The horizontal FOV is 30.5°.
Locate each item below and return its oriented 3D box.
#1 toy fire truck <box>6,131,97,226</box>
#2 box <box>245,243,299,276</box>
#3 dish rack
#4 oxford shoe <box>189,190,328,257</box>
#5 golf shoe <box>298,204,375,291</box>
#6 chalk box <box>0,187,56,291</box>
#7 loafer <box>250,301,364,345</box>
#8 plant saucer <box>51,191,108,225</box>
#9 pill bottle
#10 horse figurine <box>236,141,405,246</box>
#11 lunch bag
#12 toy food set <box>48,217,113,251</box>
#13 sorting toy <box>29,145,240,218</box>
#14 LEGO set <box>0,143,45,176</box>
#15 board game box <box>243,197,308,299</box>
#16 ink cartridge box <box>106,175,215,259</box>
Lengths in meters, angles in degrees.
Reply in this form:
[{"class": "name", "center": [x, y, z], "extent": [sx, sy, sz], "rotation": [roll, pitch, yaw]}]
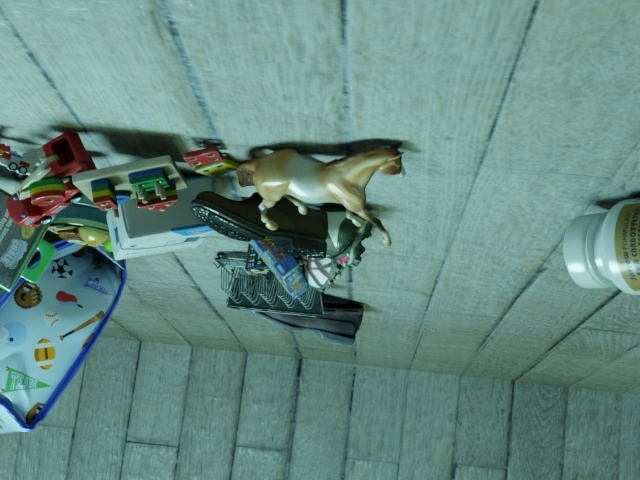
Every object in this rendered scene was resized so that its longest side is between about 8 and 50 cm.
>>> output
[{"class": "toy fire truck", "center": [-0.377, -0.079, 1.634], "extent": [0.192, 0.047, 0.135], "rotation": [-31, 169, 21]}, {"class": "box", "center": [-0.086, 0.032, 2.118], "extent": [0.062, 0.052, 0.083], "rotation": [17, 163, -36]}, {"class": "dish rack", "center": [-0.103, 0.088, 2.328], "extent": [0.208, 0.074, 0.271], "rotation": [4, 167, 8]}, {"class": "oxford shoe", "center": [-0.086, -0.043, 1.684], "extent": [0.227, 0.096, 0.082], "rotation": [16, 170, -37]}, {"class": "golf shoe", "center": [0.000, 0.000, 1.879], "extent": [0.120, 0.105, 0.273], "rotation": [24, 159, -6]}, {"class": "chalk box", "center": [-0.509, -0.012, 1.791], "extent": [0.213, 0.132, 0.132], "rotation": [35, 168, -32]}, {"class": "loafer", "center": [-0.035, 0.145, 2.568], "extent": [0.302, 0.095, 0.109], "rotation": [21, -168, -34]}, {"class": "plant saucer", "center": [-0.394, -0.056, 1.917], "extent": [0.194, 0.038, 0.195], "rotation": [6, 167, 1]}, {"class": "pill bottle", "center": [0.443, 0.006, 1.547], "extent": [0.131, 0.131, 0.229], "rotation": [17, 164, -40]}, {"class": "horse figurine", "center": [-0.009, -0.069, 1.546], "extent": [0.263, 0.066, 0.174], "rotation": [10, 149, 20]}, {"class": "lunch bag", "center": [-0.540, 0.147, 2.190], "extent": [0.239, 0.385, 0.328], "rotation": [42, 156, -17]}, {"class": "toy food set", "center": [-0.395, -0.007, 1.955], "extent": [0.192, 0.039, 0.132], "rotation": [11, 167, -18]}, {"class": "sorting toy", "center": [-0.244, -0.067, 1.590], "extent": [0.274, 0.046, 0.132], "rotation": [-12, 168, 1]}, {"class": "LEGO set", "center": [-0.503, -0.145, 1.613], "extent": [0.182, 0.060, 0.244], "rotation": [15, 170, 24]}, {"class": "board game box", "center": [-0.079, 0.017, 1.890], "extent": [0.035, 0.136, 0.201], "rotation": [-37, 167, -5]}, {"class": "ink cartridge box", "center": [-0.240, -0.033, 1.767], "extent": [0.139, 0.082, 0.190], "rotation": [-10, 171, -17]}]
